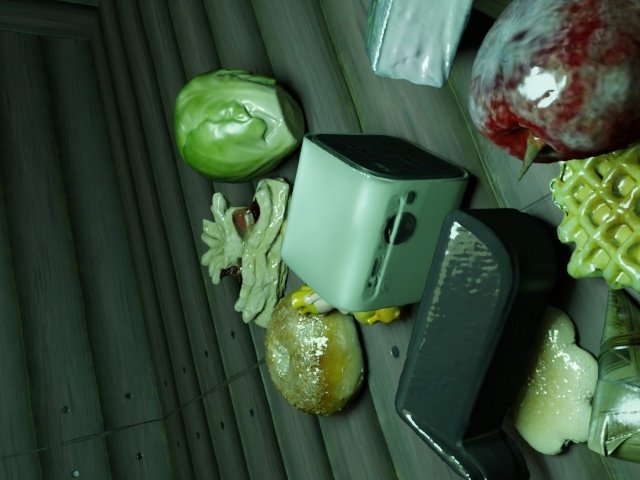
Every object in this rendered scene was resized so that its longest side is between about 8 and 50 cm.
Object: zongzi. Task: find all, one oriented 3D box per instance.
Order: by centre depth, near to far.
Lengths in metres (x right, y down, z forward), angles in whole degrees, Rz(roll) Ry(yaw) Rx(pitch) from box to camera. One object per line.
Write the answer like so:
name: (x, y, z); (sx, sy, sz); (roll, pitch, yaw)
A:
zongzi: (0.454, 0.162, 0.711); (0.221, 0.112, 0.242); (-4, 63, 45)

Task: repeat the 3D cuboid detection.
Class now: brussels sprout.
brussels sprout: (-0.203, -0.281, 1.446); (0.354, 0.289, 0.282); (-3, 80, 33)

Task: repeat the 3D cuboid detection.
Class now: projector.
projector: (0.091, -0.044, 1.064); (0.248, 0.248, 0.249); (40, 125, 46)

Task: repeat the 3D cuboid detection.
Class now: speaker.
speaker: (0.254, 0.159, 0.861); (0.184, 0.180, 0.389); (30, 115, 45)

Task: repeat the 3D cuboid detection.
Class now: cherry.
cherry: (0.297, -0.215, 0.693); (0.230, 0.202, 0.300); (-170, 95, -74)

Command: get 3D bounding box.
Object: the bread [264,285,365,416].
bread: (-0.029, 0.257, 1.358); (0.305, 0.158, 0.306); (13, 106, 55)

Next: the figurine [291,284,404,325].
figurine: (0.063, 0.116, 1.201); (0.246, 0.156, 0.131); (-6, 62, 20)

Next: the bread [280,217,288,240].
bread: (-0.001, 0.002, 1.285); (0.134, 0.173, 0.085); (3, 81, 57)

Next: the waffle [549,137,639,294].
waffle: (0.423, -0.077, 0.722); (0.317, 0.073, 0.297); (-12, 75, 63)

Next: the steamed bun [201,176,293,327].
steamed bun: (-0.211, 0.011, 1.582); (0.247, 0.189, 0.428); (48, 132, 52)

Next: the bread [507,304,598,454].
bread: (0.340, 0.198, 0.916); (0.182, 0.039, 0.251); (-52, 52, 46)

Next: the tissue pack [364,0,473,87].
tissue pack: (0.150, -0.405, 0.880); (0.394, 0.124, 0.288); (-86, 9, -68)

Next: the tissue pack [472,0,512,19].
tissue pack: (0.312, -0.420, 0.803); (0.159, 0.125, 0.234); (51, 134, 43)
